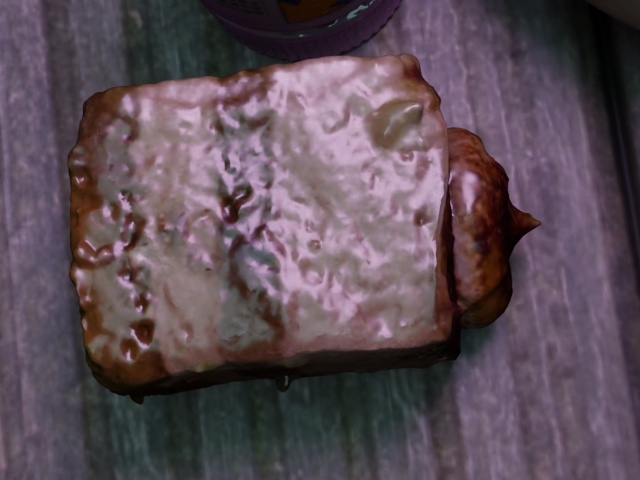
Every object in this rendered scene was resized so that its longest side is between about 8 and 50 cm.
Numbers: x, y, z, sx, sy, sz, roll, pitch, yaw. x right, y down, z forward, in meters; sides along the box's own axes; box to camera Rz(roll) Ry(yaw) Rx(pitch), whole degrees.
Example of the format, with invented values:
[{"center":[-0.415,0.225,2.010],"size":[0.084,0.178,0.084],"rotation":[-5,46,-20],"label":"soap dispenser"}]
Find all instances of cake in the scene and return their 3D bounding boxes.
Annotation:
[{"center":[0.000,0.000,0.819],"size":[0.292,0.199,0.196],"rotation":[-4,78,5],"label":"cake"}]

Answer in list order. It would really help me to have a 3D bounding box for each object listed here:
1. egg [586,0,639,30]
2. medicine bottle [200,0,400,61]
[{"center":[0.234,-0.279,0.789],"size":[0.283,0.283,0.345],"rotation":[-35,93,1],"label":"egg"},{"center":[-0.029,-0.234,0.805],"size":[0.178,0.291,0.178],"rotation":[-1,81,7],"label":"medicine bottle"}]
